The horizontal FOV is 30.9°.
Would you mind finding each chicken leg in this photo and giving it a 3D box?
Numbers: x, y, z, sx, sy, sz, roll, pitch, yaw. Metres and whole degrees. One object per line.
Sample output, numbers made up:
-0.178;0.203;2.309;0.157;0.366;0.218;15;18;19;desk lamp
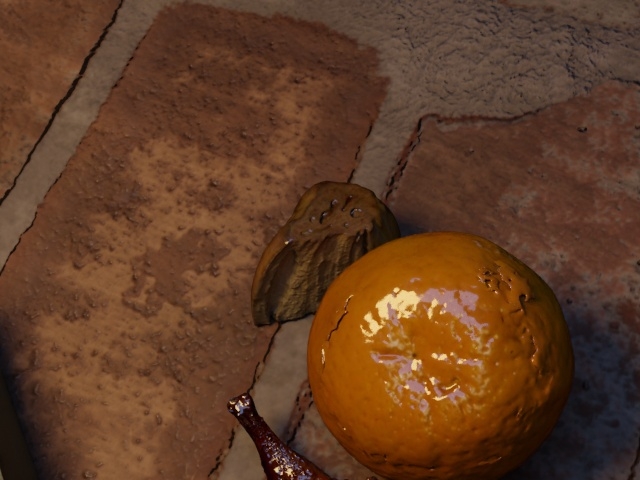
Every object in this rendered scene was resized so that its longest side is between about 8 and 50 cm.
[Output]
-0.003;0.214;0.991;0.205;0.093;0.053;27;31;15;chicken leg

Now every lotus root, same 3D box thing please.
0.001;0.000;1.085;0.159;0.135;0.095;-17;60;-16;lotus root

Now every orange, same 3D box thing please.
0.100;0.099;0.967;0.219;0.193;0.219;6;106;23;orange

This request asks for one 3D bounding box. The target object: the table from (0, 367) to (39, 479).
-0.343;0.158;1.040;0.111;0.121;0.240;-25;61;-5;table
